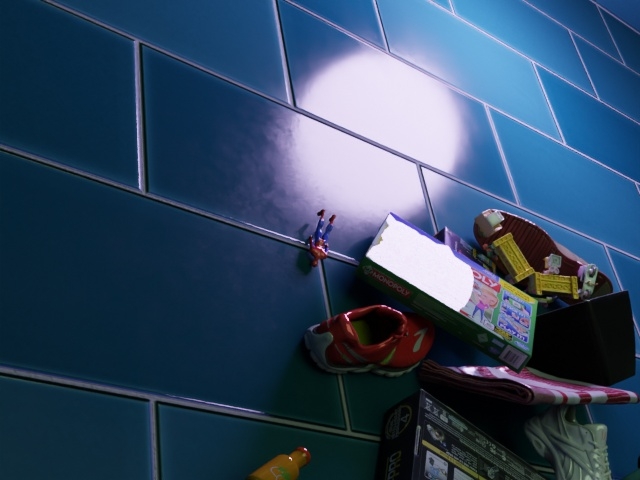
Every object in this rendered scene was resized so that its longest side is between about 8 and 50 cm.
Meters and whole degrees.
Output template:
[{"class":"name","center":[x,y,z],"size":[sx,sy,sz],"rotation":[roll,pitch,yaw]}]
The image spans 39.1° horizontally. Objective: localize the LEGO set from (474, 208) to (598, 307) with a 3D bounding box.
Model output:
[{"class":"LEGO set","center":[0.414,0.059,1.835],"size":[0.287,0.107,0.132],"rotation":[27,65,-5]}]

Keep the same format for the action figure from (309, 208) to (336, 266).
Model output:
[{"class":"action figure","center":[0.000,0.000,1.532],"size":[0.038,0.030,0.115],"rotation":[30,46,-17]}]

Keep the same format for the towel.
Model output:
[{"class":"towel","center":[0.359,0.244,1.539],"size":[0.329,0.237,0.037],"rotation":[9,88,-42]}]

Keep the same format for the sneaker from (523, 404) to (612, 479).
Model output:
[{"class":"sneaker","center":[0.429,0.353,1.459],"size":[0.090,0.115,0.232],"rotation":[22,27,-47]}]

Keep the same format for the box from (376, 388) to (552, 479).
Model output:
[{"class":"box","center":[0.253,0.453,1.343],"size":[0.395,0.097,0.318],"rotation":[36,36,-19]}]

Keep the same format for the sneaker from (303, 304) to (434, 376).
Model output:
[{"class":"sneaker","center":[0.105,0.152,1.431],"size":[0.279,0.118,0.107],"rotation":[-2,61,-47]}]

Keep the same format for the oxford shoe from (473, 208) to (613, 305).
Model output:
[{"class":"oxford shoe","center":[0.459,0.038,1.936],"size":[0.348,0.123,0.130],"rotation":[34,10,-15]}]

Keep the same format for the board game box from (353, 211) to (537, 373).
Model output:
[{"class":"board game box","center":[0.225,0.083,1.565],"size":[0.317,0.046,0.213],"rotation":[31,28,2]}]

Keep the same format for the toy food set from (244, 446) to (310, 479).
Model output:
[{"class":"toy food set","center":[-0.013,0.381,1.114],"size":[0.232,0.111,0.104],"rotation":[54,37,10]}]

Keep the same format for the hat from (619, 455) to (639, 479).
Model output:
[{"class":"hat","center":[0.542,0.497,1.663],"size":[0.173,0.184,0.208],"rotation":[-107,-179,-59]}]

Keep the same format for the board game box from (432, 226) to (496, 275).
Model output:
[{"class":"board game box","center":[0.272,0.076,1.732],"size":[0.141,0.048,0.170],"rotation":[36,39,-20]}]

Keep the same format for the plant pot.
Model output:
[{"class":"plant pot","center":[0.509,0.209,1.762],"size":[0.188,0.187,0.166],"rotation":[-4,74,-48]}]
